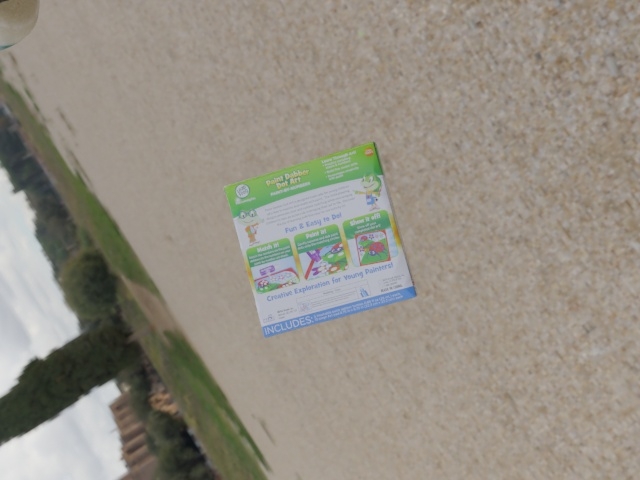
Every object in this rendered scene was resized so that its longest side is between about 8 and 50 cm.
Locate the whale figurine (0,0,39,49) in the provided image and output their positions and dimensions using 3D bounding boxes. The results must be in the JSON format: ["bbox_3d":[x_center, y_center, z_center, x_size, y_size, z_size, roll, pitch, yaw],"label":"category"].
[{"bbox_3d":[-0.590,-0.406,1.391,0.272,0.141,0.216,20,-122,-45],"label":"whale figurine"}]

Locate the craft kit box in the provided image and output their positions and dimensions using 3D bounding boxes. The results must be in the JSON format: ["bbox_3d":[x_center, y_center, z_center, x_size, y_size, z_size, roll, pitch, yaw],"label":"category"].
[{"bbox_3d":[0.000,0.000,1.354,0.061,0.249,0.247,-12,-93,-80],"label":"craft kit box"}]

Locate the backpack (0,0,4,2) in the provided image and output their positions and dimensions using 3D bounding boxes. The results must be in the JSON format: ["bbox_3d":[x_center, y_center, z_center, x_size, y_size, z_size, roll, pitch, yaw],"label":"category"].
[{"bbox_3d":[-0.484,-0.350,1.019,0.213,0.276,0.263,-48,26,42],"label":"backpack"}]
